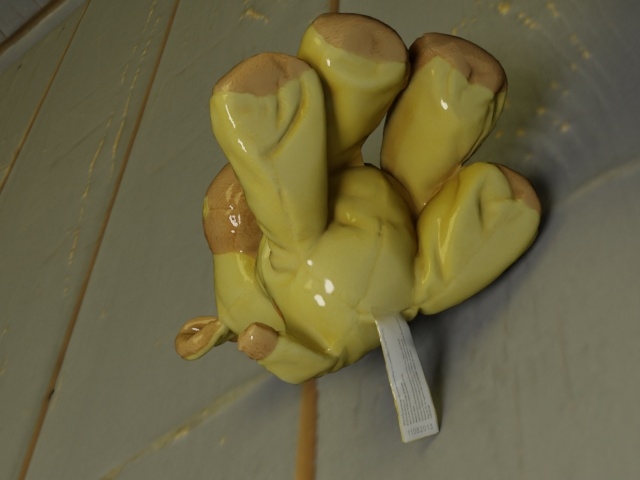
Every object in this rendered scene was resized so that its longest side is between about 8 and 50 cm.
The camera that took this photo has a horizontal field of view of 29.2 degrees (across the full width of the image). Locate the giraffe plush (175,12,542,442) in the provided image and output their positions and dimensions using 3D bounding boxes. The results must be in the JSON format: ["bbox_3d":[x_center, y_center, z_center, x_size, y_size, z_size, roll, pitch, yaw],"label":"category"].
[{"bbox_3d":[0.000,0.000,0.660,0.170,0.181,0.210,164,109,-64],"label":"giraffe plush"}]
